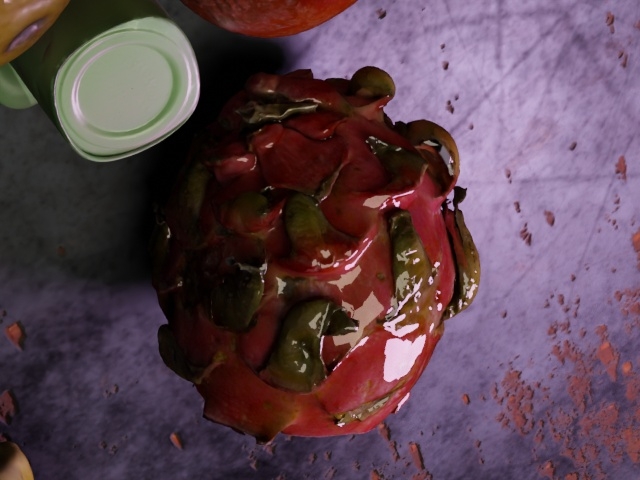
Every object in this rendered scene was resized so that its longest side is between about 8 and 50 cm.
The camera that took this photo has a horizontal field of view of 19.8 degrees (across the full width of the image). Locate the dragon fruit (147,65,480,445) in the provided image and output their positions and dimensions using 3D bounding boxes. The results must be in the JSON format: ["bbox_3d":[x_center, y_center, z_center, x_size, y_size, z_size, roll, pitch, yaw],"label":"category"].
[{"bbox_3d":[0.000,0.000,1.471,0.269,0.250,0.291,-6,111,-37],"label":"dragon fruit"}]

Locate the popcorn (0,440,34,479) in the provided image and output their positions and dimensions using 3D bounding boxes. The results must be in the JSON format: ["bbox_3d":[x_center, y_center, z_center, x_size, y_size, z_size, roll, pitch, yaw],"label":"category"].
[{"bbox_3d":[-0.315,0.375,1.468,0.390,0.344,0.354,-46,130,-3],"label":"popcorn"}]

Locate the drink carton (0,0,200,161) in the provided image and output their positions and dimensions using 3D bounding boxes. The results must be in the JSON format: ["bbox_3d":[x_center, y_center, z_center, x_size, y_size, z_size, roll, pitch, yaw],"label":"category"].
[{"bbox_3d":[-0.162,-0.140,1.314,0.144,0.142,0.146,-29,133,-14],"label":"drink carton"}]

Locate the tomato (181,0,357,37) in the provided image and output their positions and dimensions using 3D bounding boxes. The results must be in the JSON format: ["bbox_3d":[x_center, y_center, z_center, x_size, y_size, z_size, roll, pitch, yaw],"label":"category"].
[{"bbox_3d":[-0.028,-0.256,1.267,0.232,0.188,0.232,-14,116,-30],"label":"tomato"}]

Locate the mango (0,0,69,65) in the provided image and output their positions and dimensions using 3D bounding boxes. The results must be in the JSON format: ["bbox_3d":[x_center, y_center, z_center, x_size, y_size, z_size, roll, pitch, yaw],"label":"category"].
[{"bbox_3d":[-0.259,-0.273,1.132,0.253,0.182,0.365,-23,122,-14],"label":"mango"}]
